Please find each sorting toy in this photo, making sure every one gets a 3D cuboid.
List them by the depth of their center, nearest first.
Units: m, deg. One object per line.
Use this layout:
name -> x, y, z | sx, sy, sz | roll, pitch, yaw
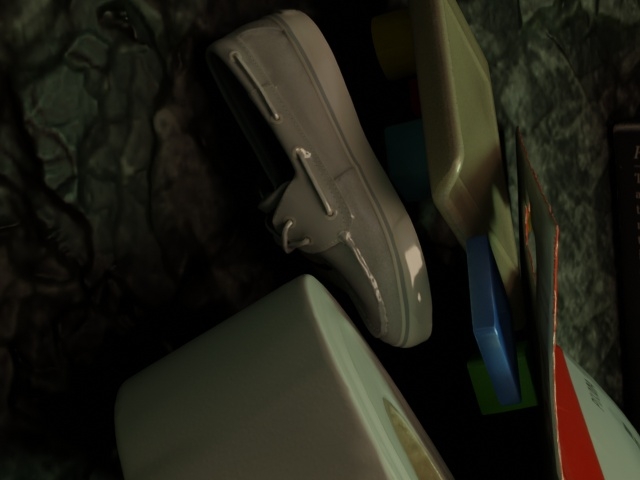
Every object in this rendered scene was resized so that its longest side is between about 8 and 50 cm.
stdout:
sorting toy -> 0.067, -0.064, 0.820 | 0.196, 0.047, 0.348 | 57, 25, -59

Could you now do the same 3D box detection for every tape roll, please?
tape roll -> 0.025, 0.158, 0.660 | 0.100, 0.286, 0.286 | -30, 126, 4

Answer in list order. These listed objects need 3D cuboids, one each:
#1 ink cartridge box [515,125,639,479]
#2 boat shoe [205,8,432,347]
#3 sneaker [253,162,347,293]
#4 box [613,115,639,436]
ink cartridge box -> 0.176, 0.141, 0.865 | 0.308, 0.091, 0.385 | -73, 157, -76
boat shoe -> -0.003, -0.026, 0.748 | 0.063, 0.066, 0.184 | -23, 92, -20
sneaker -> 0.000, 0.000, 0.807 | 0.109, 0.043, 0.040 | 43, 64, -23
box -> 0.396, 0.080, 1.152 | 0.293, 0.212, 0.396 | -17, 106, -48
